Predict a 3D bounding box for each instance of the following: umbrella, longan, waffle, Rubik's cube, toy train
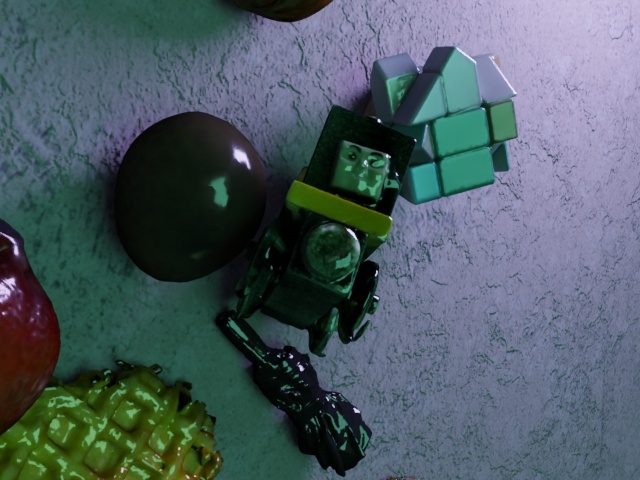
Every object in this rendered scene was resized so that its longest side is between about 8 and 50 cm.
[{"bbox_3d":[-0.041,0.228,1.109,0.340,0.118,0.118,49,67,-25],"label":"umbrella"},{"bbox_3d":[-0.157,-0.053,0.889,0.198,0.198,0.212,-5,125,-39],"label":"longan"},{"bbox_3d":[-0.275,0.342,0.888,0.380,0.095,0.382,0,82,-42],"label":"waffle"},{"bbox_3d":[0.165,-0.188,1.124,0.265,0.224,0.213,-16,108,-9],"label":"Rubik's cube"},{"bbox_3d":[0.000,0.000,0.932,0.160,0.397,0.253,23,74,-3],"label":"toy train"}]

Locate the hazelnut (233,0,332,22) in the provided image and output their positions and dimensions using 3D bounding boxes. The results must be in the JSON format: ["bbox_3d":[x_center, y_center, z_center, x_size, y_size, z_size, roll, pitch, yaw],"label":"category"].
[{"bbox_3d":[-0.037,-0.390,0.943,0.212,0.181,0.180,37,54,-48],"label":"hazelnut"}]

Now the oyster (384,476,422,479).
[{"bbox_3d":[0.146,0.475,1.343,0.121,0.045,0.146,-47,125,-41],"label":"oyster"}]

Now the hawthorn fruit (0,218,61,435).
[{"bbox_3d":[-0.393,0.092,0.668,0.295,0.295,0.311,28,106,-39],"label":"hawthorn fruit"}]
